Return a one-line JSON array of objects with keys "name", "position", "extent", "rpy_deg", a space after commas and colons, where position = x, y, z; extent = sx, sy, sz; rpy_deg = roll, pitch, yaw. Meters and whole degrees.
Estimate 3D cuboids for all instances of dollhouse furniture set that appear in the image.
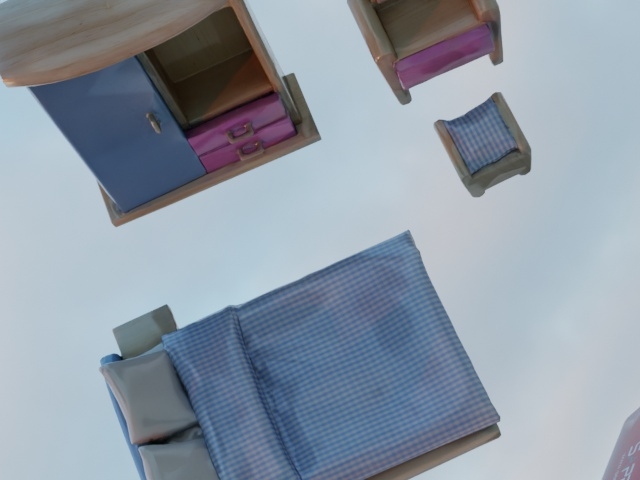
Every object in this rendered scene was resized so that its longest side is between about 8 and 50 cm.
[{"name": "dollhouse furniture set", "position": [0.000, 0.000, 0.990], "extent": [0.286, 0.303, 0.198], "rpy_deg": [-23, -24, 2]}]

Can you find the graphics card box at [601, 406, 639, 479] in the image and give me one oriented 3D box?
[{"name": "graphics card box", "position": [0.327, 0.301, 1.299], "extent": [0.094, 0.371, 0.233], "rpy_deg": [-35, 12, 35]}]
